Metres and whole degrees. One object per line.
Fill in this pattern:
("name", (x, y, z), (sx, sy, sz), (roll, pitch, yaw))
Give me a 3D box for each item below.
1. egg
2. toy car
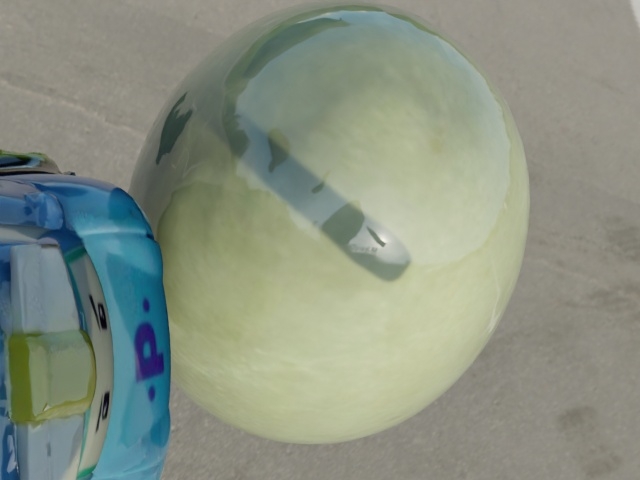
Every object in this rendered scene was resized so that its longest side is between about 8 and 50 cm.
("egg", (0.000, 0.000, 0.605), (0.259, 0.352, 0.258), (7, 58, -11))
("toy car", (-0.152, 0.050, 0.371), (0.314, 0.166, 0.198), (3, 84, -59))
